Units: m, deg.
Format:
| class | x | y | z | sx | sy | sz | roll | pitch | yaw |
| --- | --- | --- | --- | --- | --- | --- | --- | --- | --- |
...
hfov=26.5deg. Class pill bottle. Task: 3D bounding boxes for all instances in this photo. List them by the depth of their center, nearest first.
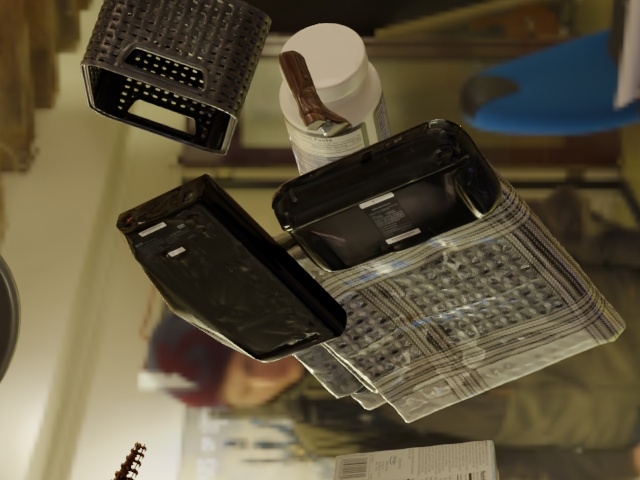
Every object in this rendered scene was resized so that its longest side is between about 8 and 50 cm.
| class | x | y | z | sx | sy | sz | roll | pitch | yaw |
| --- | --- | --- | --- | --- | --- | --- | --- | --- | --- |
| pill bottle | 0.023 | -0.187 | 2.022 | 0.264 | 0.153 | 0.153 | 75 | -169 | -54 |

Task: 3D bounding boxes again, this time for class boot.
| class | x | y | z | sx | sy | sz | roll | pitch | yaw |
| --- | --- | --- | --- | --- | --- | --- | --- | --- | --- |
| boot | -0.008 | -0.194 | 1.771 | 0.106 | 0.037 | 0.114 | 12 | -130 | -61 |

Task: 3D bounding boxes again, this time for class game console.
| class | x | y | z | sx | sy | sz | roll | pitch | yaw |
| --- | --- | --- | --- | --- | --- | --- | --- | --- | --- |
| game console | 0.000 | 0.000 | 1.229 | 0.213 | 0.361 | 0.044 | 46 | -142 | -32 |

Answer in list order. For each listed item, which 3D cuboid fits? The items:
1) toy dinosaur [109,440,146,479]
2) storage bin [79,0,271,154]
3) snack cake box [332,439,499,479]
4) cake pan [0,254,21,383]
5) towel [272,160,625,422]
| class | x | y | z | sx | sy | sz | roll | pitch | yaw |
| --- | --- | --- | --- | --- | --- | --- | --- | --- | --- |
| toy dinosaur | -0.357 | 0.479 | 2.175 | 0.218 | 0.164 | 0.322 | -25 | 61 | 59 |
| storage bin | -0.114 | -0.137 | 1.066 | 0.180 | 0.122 | 0.084 | 140 | 149 | -81 |
| snack cake box | 0.084 | 0.280 | 1.163 | 0.264 | 0.152 | 0.089 | -77 | -20 | -67 |
| cake pan | -0.432 | 0.096 | 1.302 | 0.054 | 0.293 | 0.293 | 39 | 139 | 42 |
| towel | 0.102 | 0.068 | 1.396 | 0.312 | 0.324 | 0.056 | 44 | -145 | -39 |
